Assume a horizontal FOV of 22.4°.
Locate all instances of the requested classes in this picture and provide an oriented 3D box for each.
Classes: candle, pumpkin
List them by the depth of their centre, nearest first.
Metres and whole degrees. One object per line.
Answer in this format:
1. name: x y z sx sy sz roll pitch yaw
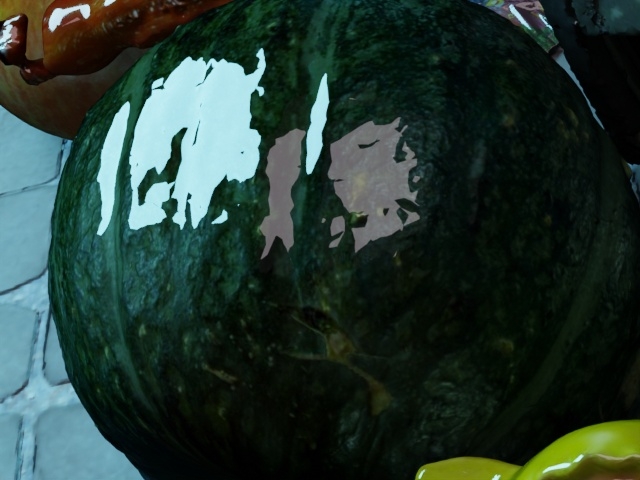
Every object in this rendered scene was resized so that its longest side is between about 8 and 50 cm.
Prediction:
1. pumpkin: 0.000 0.000 0.746 0.293 0.197 0.263 -2 53 27
2. candle: -0.021 -0.139 0.797 0.329 0.048 0.051 -15 13 28

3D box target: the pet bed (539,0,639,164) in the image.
1. pet bed: 0.226 -0.143 0.776 0.159 0.183 0.211 5 52 38

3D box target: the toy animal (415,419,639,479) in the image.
1. toy animal: 0.160 0.105 0.613 0.230 0.156 0.156 -29 45 1

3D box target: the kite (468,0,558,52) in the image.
1. kite: 0.142 -0.153 0.941 0.189 0.009 0.232 26 66 39

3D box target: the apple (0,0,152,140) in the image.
1. apple: -0.121 -0.156 0.962 0.209 0.164 0.209 -14 48 17
